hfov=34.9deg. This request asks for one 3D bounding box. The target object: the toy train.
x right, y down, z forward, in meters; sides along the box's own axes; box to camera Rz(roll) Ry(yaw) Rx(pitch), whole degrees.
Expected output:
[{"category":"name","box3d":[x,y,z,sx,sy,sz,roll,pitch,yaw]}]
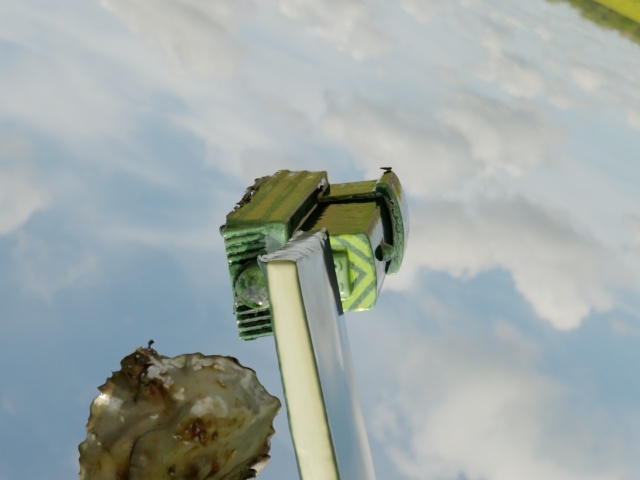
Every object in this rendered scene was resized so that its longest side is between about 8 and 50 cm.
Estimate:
[{"category":"toy train","box3d":[0.000,0.000,1.126,0.178,0.138,0.330,-4,-166,10]}]

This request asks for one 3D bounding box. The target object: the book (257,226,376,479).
[{"category":"book","box3d":[0.022,0.182,0.672,0.031,0.379,0.264,-11,-178,4]}]

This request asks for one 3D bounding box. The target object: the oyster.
[{"category":"oyster","box3d":[-0.157,0.269,1.004,0.197,0.337,0.133,5,149,22]}]
